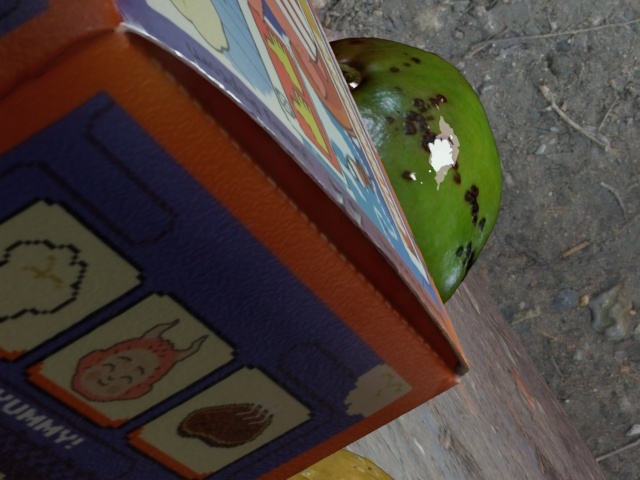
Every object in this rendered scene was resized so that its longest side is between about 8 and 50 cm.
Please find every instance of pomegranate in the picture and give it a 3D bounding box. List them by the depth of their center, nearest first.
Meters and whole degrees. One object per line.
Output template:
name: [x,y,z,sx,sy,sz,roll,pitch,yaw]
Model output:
pomegranate: [0.051,-0.020,1.563,0.291,0.290,0.323,-89,157,-72]

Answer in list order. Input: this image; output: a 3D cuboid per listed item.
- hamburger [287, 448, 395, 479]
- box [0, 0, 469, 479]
hamburger: [0.014,0.239,0.965,0.259,0.144,0.283,63,15,-1]
box: [-0.147,-0.076,0.727,0.318,0.257,0.349,45,18,-54]
